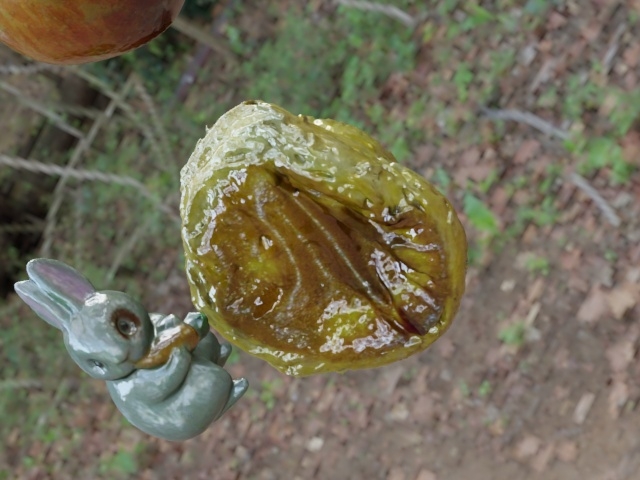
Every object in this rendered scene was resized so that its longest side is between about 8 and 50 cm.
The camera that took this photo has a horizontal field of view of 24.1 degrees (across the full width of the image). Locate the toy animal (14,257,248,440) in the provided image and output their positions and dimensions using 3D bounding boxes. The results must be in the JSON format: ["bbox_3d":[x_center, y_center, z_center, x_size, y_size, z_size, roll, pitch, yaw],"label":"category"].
[{"bbox_3d":[-0.198,0.110,1.519,0.125,0.251,0.127,-2,62,54],"label":"toy animal"}]

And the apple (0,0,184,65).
[{"bbox_3d":[-0.196,-0.234,1.228,0.160,0.173,0.195,27,73,34],"label":"apple"}]

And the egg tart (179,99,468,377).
[{"bbox_3d":[0.000,0.000,1.714,0.153,0.352,0.339,-76,9,-55],"label":"egg tart"}]
